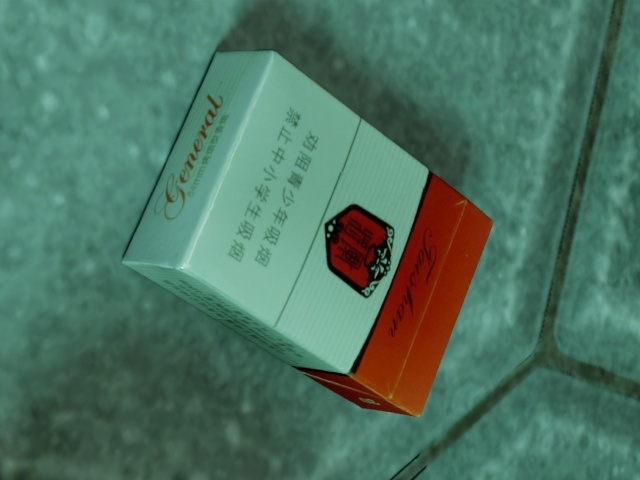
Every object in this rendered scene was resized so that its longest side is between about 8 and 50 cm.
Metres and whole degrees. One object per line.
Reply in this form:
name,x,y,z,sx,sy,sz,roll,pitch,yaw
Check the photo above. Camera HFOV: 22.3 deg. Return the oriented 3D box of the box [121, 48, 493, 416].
box,0.000,0.000,0.686,0.152,0.048,0.100,36,72,-40
